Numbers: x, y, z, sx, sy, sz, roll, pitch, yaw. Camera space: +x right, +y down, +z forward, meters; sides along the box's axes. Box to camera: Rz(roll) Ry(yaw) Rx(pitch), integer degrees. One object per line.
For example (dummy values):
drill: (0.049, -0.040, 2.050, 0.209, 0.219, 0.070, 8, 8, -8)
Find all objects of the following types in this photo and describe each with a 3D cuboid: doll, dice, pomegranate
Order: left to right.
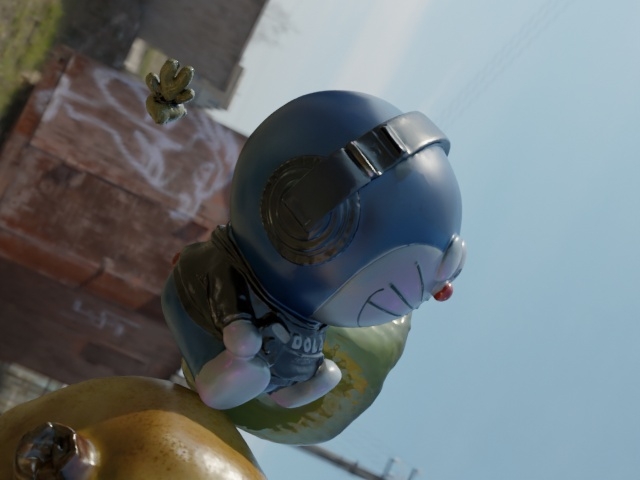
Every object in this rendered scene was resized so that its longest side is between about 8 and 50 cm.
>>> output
pomegranate: (-0.243, 0.347, 1.150, 0.417, 0.416, 0.417, -60, -168, 21)
doll: (-0.182, -0.181, 1.223, 0.051, 0.061, 0.093, -82, -163, -58)
dice: (-0.034, 0.106, 1.331, 0.238, 0.226, 0.233, -51, -164, 35)
doll: (0.000, 0.000, 0.970, 0.310, 0.240, 0.284, -42, 169, 16)
